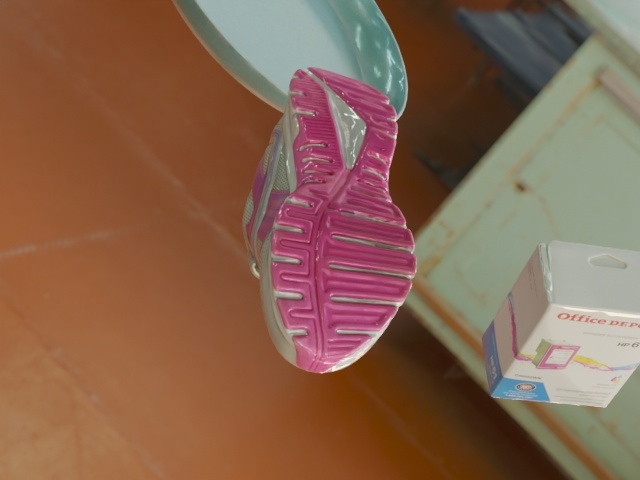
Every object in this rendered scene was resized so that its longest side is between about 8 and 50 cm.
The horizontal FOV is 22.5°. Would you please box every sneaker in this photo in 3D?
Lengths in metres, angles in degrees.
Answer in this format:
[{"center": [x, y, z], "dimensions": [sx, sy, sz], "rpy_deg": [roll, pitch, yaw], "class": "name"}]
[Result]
[{"center": [0.000, 0.000, 1.115], "dimensions": [0.103, 0.111, 0.252], "rpy_deg": [18, 44, -12], "class": "sneaker"}]

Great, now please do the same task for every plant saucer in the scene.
[{"center": [-0.045, -0.223, 1.517], "dimensions": [0.317, 0.043, 0.318], "rpy_deg": [35, 33, -27], "class": "plant saucer"}]

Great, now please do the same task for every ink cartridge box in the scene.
[{"center": [0.170, 0.058, 1.074], "dimensions": [0.088, 0.122, 0.052], "rpy_deg": [6, 53, -12], "class": "ink cartridge box"}]
